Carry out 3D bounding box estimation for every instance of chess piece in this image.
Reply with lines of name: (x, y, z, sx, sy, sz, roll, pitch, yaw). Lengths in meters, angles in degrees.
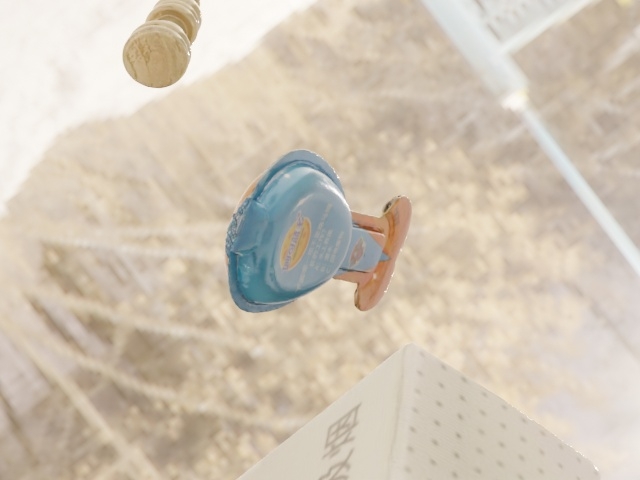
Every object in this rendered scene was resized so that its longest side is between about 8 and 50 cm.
chess piece: (-0.080, -0.115, 0.979, 0.035, 0.035, 0.092, -38, -163, 23)

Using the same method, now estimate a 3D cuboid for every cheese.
cheese: (0.001, 0.000, 0.519, 0.111, 0.017, 0.047, 13, 101, -64)

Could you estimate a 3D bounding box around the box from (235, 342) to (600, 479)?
box: (-0.051, 0.209, 0.607, 0.330, 0.095, 0.210, -43, -157, 36)
